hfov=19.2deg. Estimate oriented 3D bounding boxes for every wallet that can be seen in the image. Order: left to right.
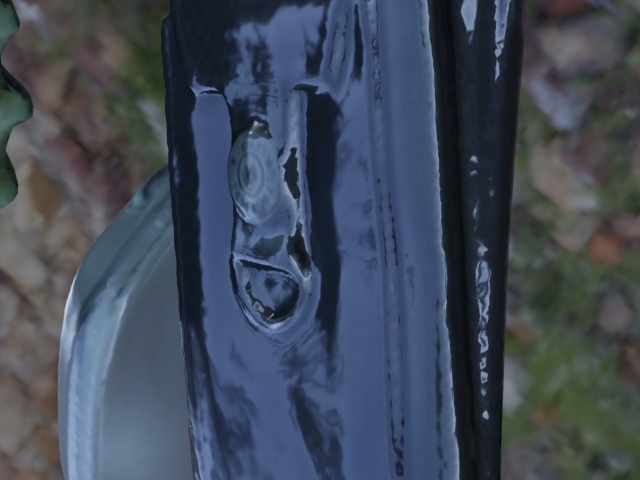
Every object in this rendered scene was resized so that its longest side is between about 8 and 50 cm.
[{"bbox_3d":[0.000,0.000,0.658,0.052,0.245,0.168,-3,-175,-41],"label":"wallet"}]

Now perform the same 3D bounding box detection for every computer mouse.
[{"bbox_3d":[-0.081,0.072,1.174,0.095,0.197,0.331,30,152,13],"label":"computer mouse"}]

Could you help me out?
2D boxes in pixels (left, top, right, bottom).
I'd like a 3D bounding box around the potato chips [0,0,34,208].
[{"bbox_3d":[-0.314,-0.066,0.943,0.070,0.359,0.429,25,-165,37],"label":"potato chips"}]
